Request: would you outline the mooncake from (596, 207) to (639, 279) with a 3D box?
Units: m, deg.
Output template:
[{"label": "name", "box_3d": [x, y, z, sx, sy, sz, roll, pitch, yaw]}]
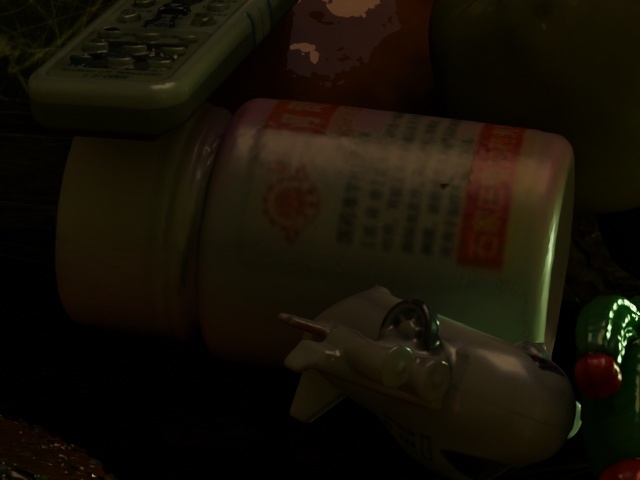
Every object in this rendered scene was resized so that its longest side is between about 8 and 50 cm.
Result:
[{"label": "mooncake", "box_3d": [0.466, -0.116, 1.774, 0.262, 0.467, 0.467, 16, 5, -23]}]

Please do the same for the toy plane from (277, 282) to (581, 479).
[{"label": "toy plane", "box_3d": [0.073, 0.102, 1.350, 0.244, 0.117, 0.245, 21, -1, 0]}]

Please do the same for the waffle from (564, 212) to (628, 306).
[{"label": "waffle", "box_3d": [0.219, -0.032, 1.899, 0.052, 0.245, 0.254, -32, 3, 4]}]

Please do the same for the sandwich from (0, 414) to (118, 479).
[{"label": "sandwich", "box_3d": [-0.177, 0.141, 1.077, 0.159, 0.079, 0.235, 2, 10, -18]}]

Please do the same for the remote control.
[{"label": "remote control", "box_3d": [-0.116, -0.159, 1.567, 0.128, 0.066, 0.335, 7, 27, 15]}]

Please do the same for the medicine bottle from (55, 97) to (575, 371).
[{"label": "medicine bottle", "box_3d": [0.000, 0.000, 1.560, 0.388, 0.219, 0.219, 7, 10, 12]}]

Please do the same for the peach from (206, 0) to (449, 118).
[{"label": "peach", "box_3d": [-0.024, -0.128, 1.844, 0.301, 0.343, 0.342, 34, 23, 25]}]

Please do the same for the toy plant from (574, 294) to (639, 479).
[{"label": "toy plant", "box_3d": [0.210, 0.109, 1.283, 0.088, 0.155, 0.240, -18, 0, 25]}]

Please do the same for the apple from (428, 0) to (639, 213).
[{"label": "apple", "box_3d": [0.234, -0.172, 1.666, 0.254, 0.292, 0.292, 26, -1, -31]}]
